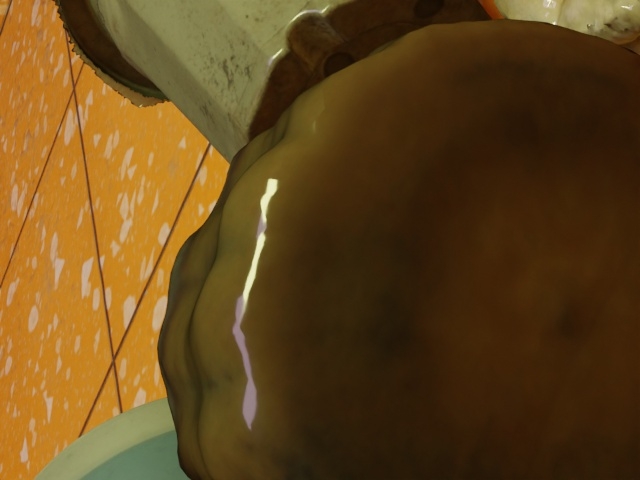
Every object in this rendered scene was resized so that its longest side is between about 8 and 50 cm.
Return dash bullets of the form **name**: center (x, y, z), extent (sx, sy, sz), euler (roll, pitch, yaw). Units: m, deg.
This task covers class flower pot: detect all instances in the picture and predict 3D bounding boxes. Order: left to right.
- **flower pot**: center (-0.015, -0.152, 1.088), extent (0.259, 0.290, 0.290), euler (53, 130, 42)

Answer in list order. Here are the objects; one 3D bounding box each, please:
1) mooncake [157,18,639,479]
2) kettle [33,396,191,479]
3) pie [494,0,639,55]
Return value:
- **mooncake**: center (0.068, 0.050, 0.754), extent (0.161, 0.290, 0.290), euler (155, 122, -67)
- **kettle**: center (-0.009, 0.261, 0.944), extent (0.319, 0.247, 0.342), euler (-45, 41, 11)
- **pie**: center (0.189, -0.254, 0.861), extent (0.337, 0.075, 0.337), euler (-30, 54, 54)
